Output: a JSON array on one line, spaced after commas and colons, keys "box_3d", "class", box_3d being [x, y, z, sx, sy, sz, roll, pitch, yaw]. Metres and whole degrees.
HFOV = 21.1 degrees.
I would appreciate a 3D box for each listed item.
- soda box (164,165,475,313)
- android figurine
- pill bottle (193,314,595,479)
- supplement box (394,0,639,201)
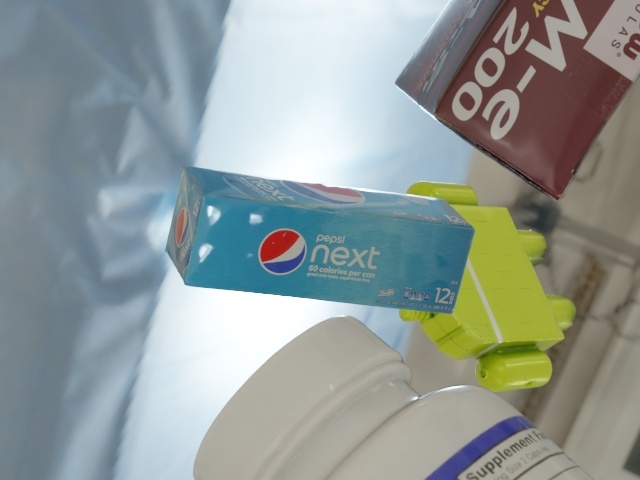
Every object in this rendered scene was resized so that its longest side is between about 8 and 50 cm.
[{"box_3d": [0.000, 0.000, 1.251, 0.210, 0.067, 0.071, 7, 109, -21], "class": "soda box"}, {"box_3d": [0.165, 0.045, 1.840, 0.273, 0.248, 0.056, -2, 153, -49], "class": "android figurine"}, {"box_3d": [0.072, 0.163, 0.779, 0.152, 0.272, 0.152, -41, 159, -19], "class": "pill bottle"}, {"box_3d": [0.106, -0.104, 0.843, 0.130, 0.073, 0.239, -57, -174, 6], "class": "supplement box"}]
